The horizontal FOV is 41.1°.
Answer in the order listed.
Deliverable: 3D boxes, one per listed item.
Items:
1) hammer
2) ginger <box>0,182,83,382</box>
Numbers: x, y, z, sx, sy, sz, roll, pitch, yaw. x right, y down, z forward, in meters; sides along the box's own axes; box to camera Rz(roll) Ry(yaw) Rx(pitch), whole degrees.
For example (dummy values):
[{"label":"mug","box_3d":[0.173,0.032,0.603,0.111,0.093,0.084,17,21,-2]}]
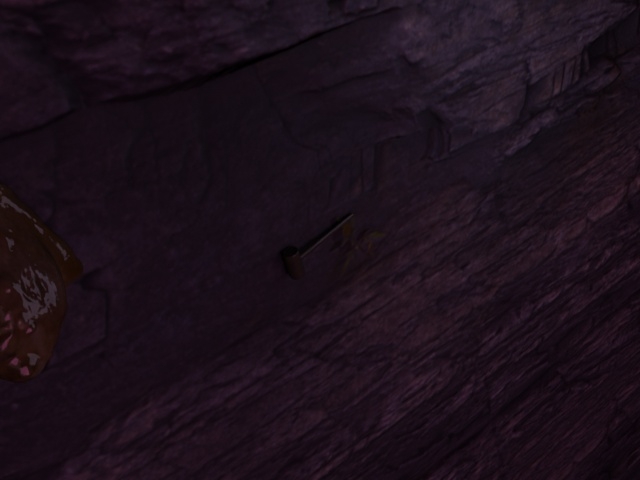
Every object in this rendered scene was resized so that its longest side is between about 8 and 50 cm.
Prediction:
[{"label":"hammer","box_3d":[0.000,0.000,0.985,0.110,0.019,0.036,-40,134,-30]},{"label":"ginger","box_3d":[-0.273,0.028,0.660,0.115,0.123,0.193,-39,130,4]}]
